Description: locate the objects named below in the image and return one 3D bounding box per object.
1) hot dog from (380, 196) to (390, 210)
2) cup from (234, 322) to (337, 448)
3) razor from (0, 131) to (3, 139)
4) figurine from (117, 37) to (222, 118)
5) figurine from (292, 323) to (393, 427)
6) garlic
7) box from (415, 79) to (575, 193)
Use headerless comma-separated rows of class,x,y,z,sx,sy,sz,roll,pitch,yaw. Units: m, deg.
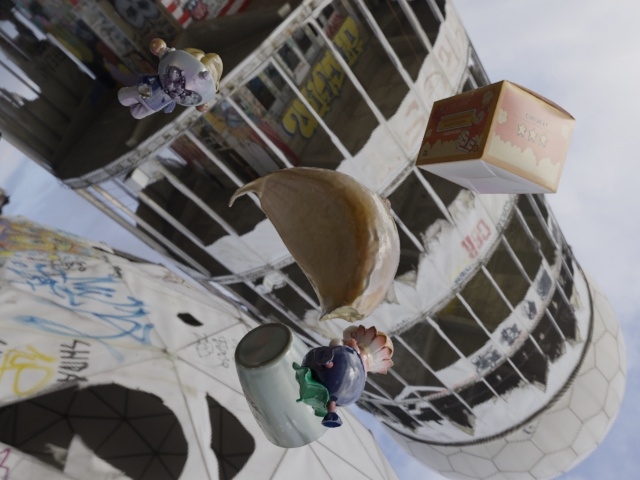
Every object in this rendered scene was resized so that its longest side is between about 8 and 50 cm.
hot dog,0.107,-0.065,0.992,0.058,0.083,0.035,-12,-92,31
cup,-0.095,0.291,1.118,0.186,0.234,0.258,-25,-150,-5
razor,-0.472,-0.097,0.592,0.190,0.033,0.066,-5,-121,17
figurine,-0.372,-0.381,1.194,0.274,0.194,0.133,0,-134,8
figurine,0.035,0.182,0.735,0.102,0.112,0.195,-12,-172,43
garlic,0.008,-0.012,0.669,0.164,0.145,0.245,-36,-108,-14
box,0.452,-0.259,1.305,0.283,0.259,0.214,10,-99,67
